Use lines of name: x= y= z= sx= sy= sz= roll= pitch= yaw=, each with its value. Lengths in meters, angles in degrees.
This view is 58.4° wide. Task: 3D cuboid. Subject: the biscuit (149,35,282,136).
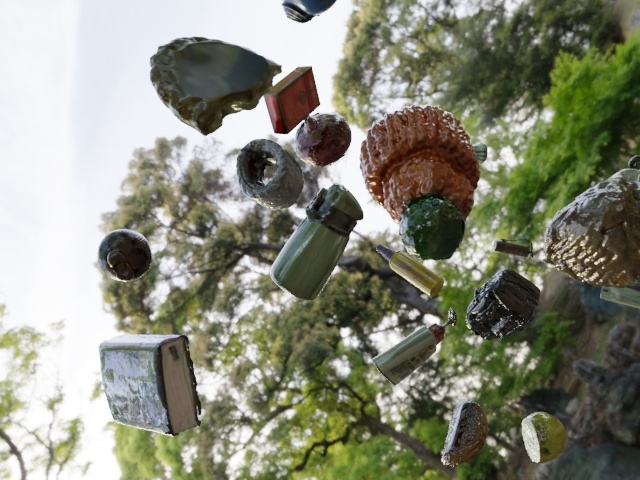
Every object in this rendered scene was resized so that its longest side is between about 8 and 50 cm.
biscuit: x=-0.249 y=-0.382 z=1.385 sx=0.078 sy=0.328 sz=0.335 roll=112 pitch=158 yaw=-53

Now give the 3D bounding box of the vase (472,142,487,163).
vase: x=0.416 y=-0.259 z=1.696 sx=0.081 sy=0.148 sz=0.081 roll=0 pitch=-90 yaw=-89

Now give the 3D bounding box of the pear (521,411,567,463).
pear: x=0.637 y=0.552 z=1.610 sx=0.141 sy=0.103 sz=0.141 roll=-6 pitch=-90 yaw=-89

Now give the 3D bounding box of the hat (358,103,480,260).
hat: x=0.255 y=-0.117 z=1.251 sx=0.285 sy=0.400 sz=0.286 roll=-8 pitch=-52 yaw=-11

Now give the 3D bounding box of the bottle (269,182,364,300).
bottle: x=-0.001 y=-0.002 z=1.686 sx=0.347 sy=0.168 sz=0.168 roll=-59 pitch=-25 yaw=11

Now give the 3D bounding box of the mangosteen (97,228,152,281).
mangosteen: x=-0.539 y=0.044 z=1.571 sx=0.152 sy=0.152 sz=0.153 roll=-42 pitch=-32 yaw=-35

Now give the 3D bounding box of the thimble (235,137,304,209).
thimble: x=-0.174 y=-0.222 z=1.961 sx=0.205 sy=0.236 sz=0.172 roll=-53 pitch=-29 yaw=2

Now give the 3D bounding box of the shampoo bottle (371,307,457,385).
shampoo bottle: x=0.297 y=0.314 z=1.725 sx=0.284 sy=0.071 sz=0.153 roll=-39 pitch=-41 yaw=-1

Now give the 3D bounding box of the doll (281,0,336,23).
doll: x=-0.062 y=-0.844 z=1.789 sx=0.309 sy=0.240 sz=0.284 roll=12 pitch=-69 yaw=-48

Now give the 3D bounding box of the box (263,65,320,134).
box: x=-0.095 y=-0.493 z=2.000 sx=0.240 sy=0.074 sz=0.153 roll=-51 pitch=-46 yaw=-41

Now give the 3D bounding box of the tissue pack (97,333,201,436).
tissue pack: x=-0.494 y=0.398 z=1.621 sx=0.122 sy=0.361 sz=0.260 roll=-10 pitch=-90 yaw=-44

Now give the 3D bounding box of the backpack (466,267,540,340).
backpack: x=0.596 y=0.233 z=1.911 sx=0.133 sy=0.206 sz=0.258 roll=-45 pitch=-10 yaw=-48

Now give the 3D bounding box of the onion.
onion: x=0.003 y=-0.417 z=2.275 sx=0.252 sy=0.252 sz=0.219 roll=-54 pitch=-43 yaw=-16

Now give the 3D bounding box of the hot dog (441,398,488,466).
hot dog: x=0.449 y=0.609 z=1.792 sx=0.227 sy=0.099 sz=0.160 roll=-55 pitch=-4 yaw=-37

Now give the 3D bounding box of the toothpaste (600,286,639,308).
toothpaste: x=1.055 y=0.199 z=1.868 sx=0.037 sy=0.255 sz=0.067 roll=-26 pitch=-52 yaw=-56

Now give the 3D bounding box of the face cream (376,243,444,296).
face cream: x=0.308 y=0.094 z=2.025 sx=0.078 sy=0.273 sz=0.078 roll=-34 pitch=-35 yaw=-28

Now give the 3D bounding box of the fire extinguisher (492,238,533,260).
fire extinguisher: x=0.723 y=0.026 z=2.120 sx=0.045 sy=0.157 sz=0.078 roll=-78 pitch=0 yaw=-64

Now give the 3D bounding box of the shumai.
shumai: x=0.655 y=-0.063 z=1.301 sx=0.283 sy=0.216 sz=0.346 roll=-64 pitch=-27 yaw=-12
